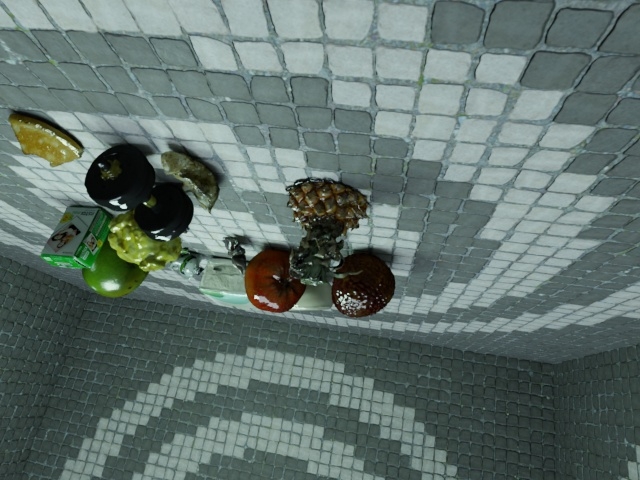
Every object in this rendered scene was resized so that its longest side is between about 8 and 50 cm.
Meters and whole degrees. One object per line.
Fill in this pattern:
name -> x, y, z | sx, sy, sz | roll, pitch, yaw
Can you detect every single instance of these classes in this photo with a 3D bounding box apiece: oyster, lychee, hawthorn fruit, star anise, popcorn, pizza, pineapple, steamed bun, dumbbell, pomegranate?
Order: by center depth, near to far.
pineapple -> 0.000, 0.000, 1.195 | 0.263, 0.271, 0.262 | 9, 159, 4
pizza -> -0.781, -0.271, 1.197 | 0.181, 0.034, 0.262 | 22, 156, -27
oyster -> -0.370, -0.168, 1.226 | 0.166, 0.093, 0.294 | 32, 167, -5
dumbbell -> -0.522, -0.130, 1.233 | 0.185, 0.184, 0.388 | 4, 158, 17
popcorn -> -0.666, -0.011, 1.584 | 0.242, 0.234, 0.250 | -16, 117, 34
lychee -> 0.163, 0.178, 1.615 | 0.261, 0.260, 0.260 | 9, 159, 3
star anise -> -0.346, 0.058, 1.726 | 0.061, 0.180, 0.204 | -23, 167, -21
pomegranate -> -0.908, 0.076, 1.757 | 0.360, 0.309, 0.216 | 11, 165, -18
hawthorn fruit -> -0.197, 0.177, 1.782 | 0.276, 0.274, 0.299 | 13, 165, -8
steamed bun -> -0.071, 0.247, 2.003 | 0.284, 0.176, 0.283 | -1, 171, 0

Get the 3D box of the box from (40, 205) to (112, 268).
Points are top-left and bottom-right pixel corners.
box -> -0.959, -0.016, 1.650 | 0.180, 0.249, 0.103 | 3, 151, 13

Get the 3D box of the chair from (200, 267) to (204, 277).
chair -> -0.665, 0.164, 2.293 | 0.086, 0.042, 0.037 | 41, 172, 28

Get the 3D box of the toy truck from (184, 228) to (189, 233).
toy truck -> -0.554, -0.051, 1.679 | 0.032, 0.024, 0.083 | -14, 159, 1

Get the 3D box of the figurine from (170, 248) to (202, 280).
figurine -> -0.656, 0.111, 2.020 | 0.193, 0.147, 0.126 | 25, -178, 13

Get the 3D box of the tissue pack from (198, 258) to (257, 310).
tissue pack -> -0.430, 0.234, 2.127 | 0.267, 0.193, 0.356 | 7, 159, 6
